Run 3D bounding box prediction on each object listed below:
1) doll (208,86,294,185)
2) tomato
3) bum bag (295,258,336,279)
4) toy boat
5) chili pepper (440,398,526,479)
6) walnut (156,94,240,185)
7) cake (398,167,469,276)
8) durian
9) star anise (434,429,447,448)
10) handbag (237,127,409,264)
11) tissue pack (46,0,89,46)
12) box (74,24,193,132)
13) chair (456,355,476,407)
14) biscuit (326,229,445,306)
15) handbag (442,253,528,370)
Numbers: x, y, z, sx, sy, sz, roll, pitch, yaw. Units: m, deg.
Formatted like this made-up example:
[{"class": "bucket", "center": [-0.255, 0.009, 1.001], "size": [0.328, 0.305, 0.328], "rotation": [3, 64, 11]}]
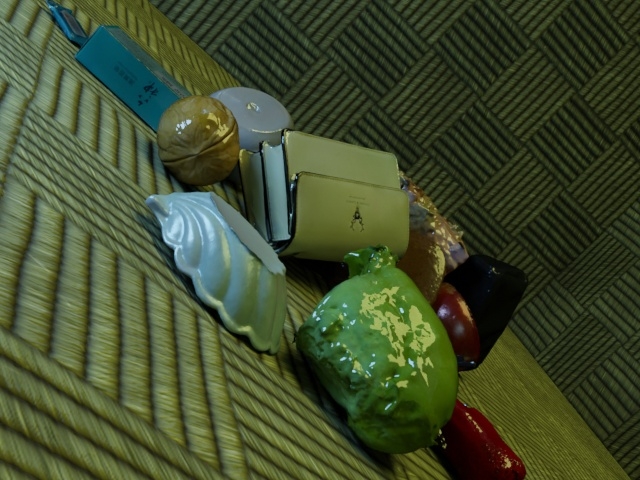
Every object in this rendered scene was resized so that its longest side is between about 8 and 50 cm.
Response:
[{"class": "doll", "center": [-0.176, -0.214, 1.994], "size": [0.251, 0.221, 0.221], "rotation": [-6, 44, -40]}, {"class": "tomato", "center": [0.246, 0.206, 2.025], "size": [0.233, 0.140, 0.200], "rotation": [127, -52, -66]}, {"class": "bum bag", "center": [0.000, 0.000, 1.974], "size": [0.109, 0.026, 0.159], "rotation": [35, 50, -17]}, {"class": "toy boat", "center": [-0.132, 0.030, 1.325], "size": [0.290, 0.100, 0.199], "rotation": [48, 9, 11]}, {"class": "chili pepper", "center": [0.253, 0.346, 1.572], "size": [0.110, 0.110, 0.387], "rotation": [34, 13, -49]}, {"class": "walnut", "center": [-0.228, -0.188, 1.697], "size": [0.165, 0.165, 0.197], "rotation": [40, 10, -27]}, {"class": "cake", "center": [0.169, -0.007, 2.235], "size": [0.307, 0.293, 0.314], "rotation": [48, 13, 1]}, {"class": "durian", "center": [0.085, 0.174, 1.382], "size": [0.256, 0.204, 0.339], "rotation": [-11, 57, -47]}, {"class": "star anise", "center": [0.128, 0.261, 1.562], "size": [0.157, 0.053, 0.212], "rotation": [42, 9, -39]}, {"class": "handbag", "center": [0.019, -0.072, 1.828], "size": [0.359, 0.160, 0.236], "rotation": [6, 73, -48]}, {"class": "tissue pack", "center": [-0.537, -0.458, 1.955], "size": [0.138, 0.028, 0.085], "rotation": [53, 15, 22]}, {"class": "box", "center": [-0.377, -0.333, 1.893], "size": [0.245, 0.092, 0.153], "rotation": [42, 10, -8]}, {"class": "chair", "center": [0.189, 0.265, 1.802], "size": [0.213, 0.101, 0.084], "rotation": [6, -14, 31]}, {"class": "biscuit", "center": [0.125, 0.073, 1.982], "size": [0.277, 0.262, 0.052], "rotation": [26, -27, 21]}, {"class": "handbag", "center": [0.356, 0.171, 2.270], "size": [0.178, 0.301, 0.275], "rotation": [33, 10, 32]}]
